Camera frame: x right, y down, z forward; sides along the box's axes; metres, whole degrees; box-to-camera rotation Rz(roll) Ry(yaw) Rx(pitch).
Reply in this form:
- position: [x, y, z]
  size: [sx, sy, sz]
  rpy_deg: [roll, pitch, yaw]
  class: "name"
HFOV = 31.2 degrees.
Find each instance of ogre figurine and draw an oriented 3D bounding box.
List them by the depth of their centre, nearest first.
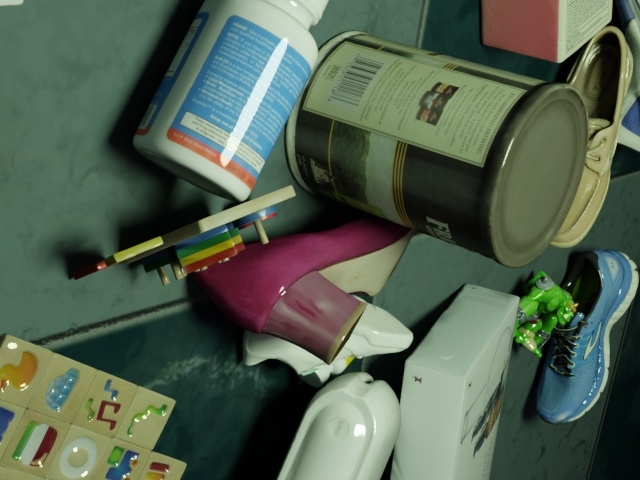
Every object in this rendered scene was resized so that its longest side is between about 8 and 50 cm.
- position: [0.358, 0.118, 1.898]
  size: [0.197, 0.097, 0.118]
  rpy_deg: [33, 98, -41]
  class: "ogre figurine"

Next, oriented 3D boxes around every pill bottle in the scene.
- position: [-0.077, -0.159, 1.094]
  size: [0.124, 0.124, 0.222]
  rpy_deg: [36, 79, -56]
  class: "pill bottle"
- position: [0.018, 0.128, 1.441]
  size: [0.116, 0.065, 0.065]
  rpy_deg: [-47, 141, -28]
  class: "pill bottle"

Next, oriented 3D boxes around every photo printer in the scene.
- position: [0.007, 0.313, 1.438]
  size: [0.256, 0.107, 0.308]
  rpy_deg: [39, 74, -77]
  class: "photo printer"

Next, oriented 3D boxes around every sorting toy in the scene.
- position: [-0.110, 0.002, 1.127]
  size: [0.274, 0.132, 0.046]
  rpy_deg: [-24, 93, -46]
  class: "sorting toy"

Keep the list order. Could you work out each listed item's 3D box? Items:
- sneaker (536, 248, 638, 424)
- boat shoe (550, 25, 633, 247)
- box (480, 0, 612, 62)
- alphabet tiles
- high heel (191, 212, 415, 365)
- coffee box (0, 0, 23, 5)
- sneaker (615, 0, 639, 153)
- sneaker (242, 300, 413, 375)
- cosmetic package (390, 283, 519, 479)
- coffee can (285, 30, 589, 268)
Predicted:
- position: [0.444, 0.165, 2.037]
  size: [0.147, 0.129, 0.330]
  rpy_deg: [16, 91, -42]
  class: "sneaker"
- position: [0.392, -0.160, 1.746]
  size: [0.110, 0.121, 0.341]
  rpy_deg: [37, 66, -73]
  class: "boat shoe"
- position: [0.298, -0.375, 1.500]
  size: [0.148, 0.126, 0.232]
  rpy_deg: [-39, 136, -36]
  class: "box"
- position: [-0.279, 0.251, 1.094]
  size: [0.342, 0.011, 0.285]
  rpy_deg: [32, 81, -47]
  class: "alphabet tiles"
- position: [0.000, 0.000, 1.347]
  size: [0.127, 0.181, 0.377]
  rpy_deg: [-62, 174, 26]
  class: "high heel"
- position: [-0.325, -0.200, 0.708]
  size: [0.246, 0.141, 0.098]
  rpy_deg: [-19, 123, -50]
  class: "coffee box"
- position: [0.526, -0.248, 1.878]
  size: [0.127, 0.182, 0.316]
  rpy_deg: [-30, 97, -46]
  class: "sneaker"
- position: [0.005, 0.122, 1.371]
  size: [0.212, 0.080, 0.094]
  rpy_deg: [8, 112, -22]
  class: "sneaker"
- position: [0.190, 0.291, 1.690]
  size: [0.284, 0.097, 0.377]
  rpy_deg: [-38, 138, -57]
  class: "cosmetic package"
- position: [0.129, -0.107, 1.276]
  size: [0.201, 0.275, 0.202]
  rpy_deg: [-31, 131, -42]
  class: "coffee can"
